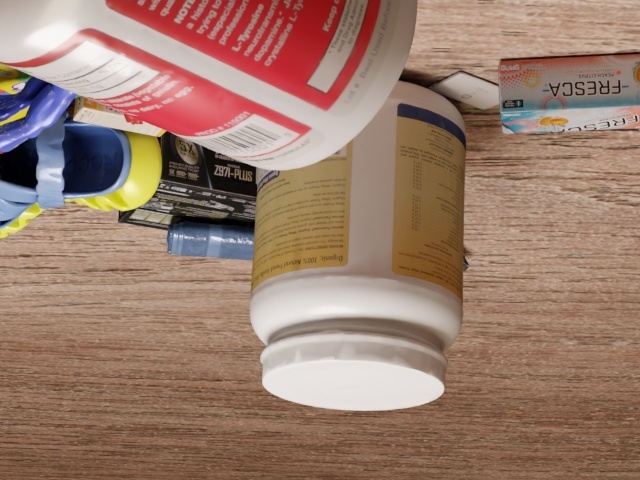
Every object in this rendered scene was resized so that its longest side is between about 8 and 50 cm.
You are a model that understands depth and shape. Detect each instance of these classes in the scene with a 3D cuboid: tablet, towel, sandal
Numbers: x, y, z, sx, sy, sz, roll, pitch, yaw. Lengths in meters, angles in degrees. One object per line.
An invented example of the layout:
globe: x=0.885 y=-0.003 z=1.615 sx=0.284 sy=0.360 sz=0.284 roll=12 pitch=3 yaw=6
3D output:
tablet: x=0.163 y=-0.159 z=2.011 sx=0.083 sy=0.006 sz=0.054 roll=17 pitch=154 yaw=-35
towel: x=-0.119 y=-0.001 z=2.184 sx=0.119 sy=0.029 sz=0.067 roll=5 pitch=160 yaw=-7
sandal: x=-0.331 y=-0.080 z=2.042 sx=0.317 sy=0.126 sz=0.138 roll=-14 pitch=165 yaw=33

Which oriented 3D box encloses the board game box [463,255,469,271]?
board game box: x=0.105 y=0.030 z=2.411 sx=0.126 sy=0.026 sz=0.186 roll=-33 pitch=150 yaw=12

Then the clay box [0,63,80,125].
clay box: x=-0.345 y=-0.170 z=1.935 sx=0.222 sy=0.053 sz=0.127 roll=-15 pitch=155 yaw=37

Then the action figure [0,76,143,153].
action figure: x=-0.231 y=-0.143 z=1.863 sx=0.139 sy=0.091 sz=0.280 roll=25 pitch=123 yaw=-40

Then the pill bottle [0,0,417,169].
pill bottle: x=-0.137 y=-0.213 z=1.372 sx=0.229 sy=0.229 sz=0.407 roll=-17 pitch=153 yaw=40

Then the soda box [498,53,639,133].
soda box: x=0.277 y=-0.152 z=1.945 sx=0.183 sy=0.063 sz=0.058 roll=-2 pitch=159 yaw=8

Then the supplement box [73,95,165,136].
supplement box: x=-0.207 y=-0.151 z=1.968 sx=0.098 sy=0.062 sz=0.036 roll=9 pitch=158 yaw=-23

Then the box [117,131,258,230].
box: x=-0.126 y=-0.064 z=2.172 sx=0.180 sy=0.077 sz=0.147 roll=10 pitch=158 yaw=-21

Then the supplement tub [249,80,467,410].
supplement tub: x=0.041 y=0.007 z=2.008 sx=0.228 sy=0.316 sz=0.228 roll=3 pitch=160 yaw=1
